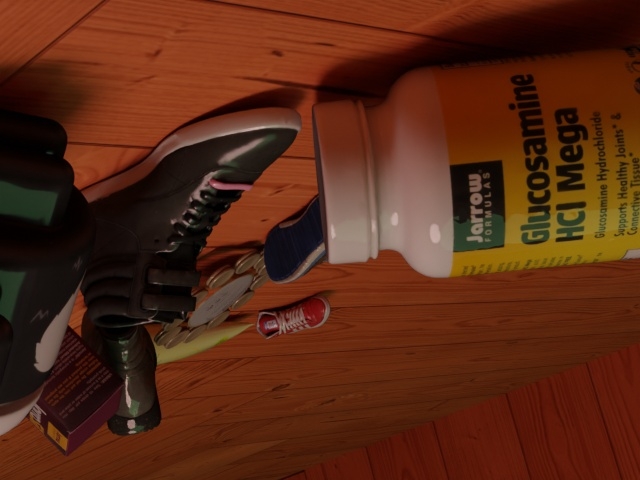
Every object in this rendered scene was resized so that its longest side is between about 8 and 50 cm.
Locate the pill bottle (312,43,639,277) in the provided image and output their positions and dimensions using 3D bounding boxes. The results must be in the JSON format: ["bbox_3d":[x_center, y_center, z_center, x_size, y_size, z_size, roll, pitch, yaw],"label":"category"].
[{"bbox_3d":[0.165,-0.066,1.280,0.334,0.188,0.188,-6,165,-2],"label":"pill bottle"}]

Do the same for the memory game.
[{"bbox_3d":[-0.120,0.067,1.745,0.186,0.012,0.186,-37,166,-11],"label":"memory game"}]

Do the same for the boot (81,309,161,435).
[{"bbox_3d":[-0.229,0.092,1.666,0.083,0.246,0.161,-11,120,-13],"label":"boot"}]

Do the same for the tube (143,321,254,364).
[{"bbox_3d":[-0.198,0.137,1.977,0.070,0.062,0.240,25,-163,35],"label":"tube"}]

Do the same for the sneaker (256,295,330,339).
[{"bbox_3d":[-0.042,0.108,2.042,0.067,0.042,0.118,-6,166,-40],"label":"sneaker"}]

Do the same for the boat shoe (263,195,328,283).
[{"bbox_3d":[0.000,0.000,1.636,0.066,0.066,0.183,-6,163,-34],"label":"boat shoe"}]

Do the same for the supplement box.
[{"bbox_3d":[-0.299,0.124,1.530,0.081,0.188,0.104,-43,172,-24],"label":"supplement box"}]

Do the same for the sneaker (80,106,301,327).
[{"bbox_3d":[-0.117,-0.010,1.331,0.296,0.147,0.104,-26,159,34],"label":"sneaker"}]

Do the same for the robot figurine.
[{"bbox_3d":[-0.275,0.033,1.155,0.209,0.173,0.278,-39,155,-60],"label":"robot figurine"}]
